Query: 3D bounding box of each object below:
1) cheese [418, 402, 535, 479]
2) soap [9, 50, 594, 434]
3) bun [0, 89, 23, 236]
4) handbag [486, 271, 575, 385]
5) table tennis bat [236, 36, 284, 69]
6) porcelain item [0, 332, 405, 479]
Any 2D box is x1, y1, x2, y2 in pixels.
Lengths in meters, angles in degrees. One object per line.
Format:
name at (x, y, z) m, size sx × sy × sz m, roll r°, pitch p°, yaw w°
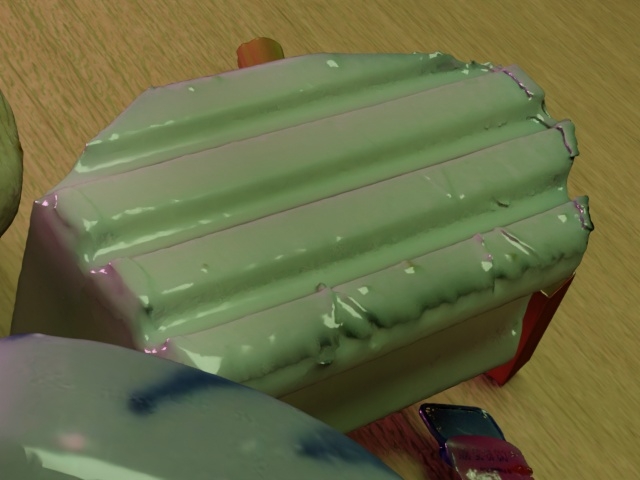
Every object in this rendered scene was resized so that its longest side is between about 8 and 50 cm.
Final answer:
cheese at (0.151, 0.206, 1.191) m, size 0.155 × 0.062 × 0.244 m, roll 9°, pitch 31°, yaw -37°
soap at (0.000, 0.000, 1.170) m, size 0.446 × 0.156 × 0.261 m, roll -20°, pitch 55°, yaw -36°
bun at (-0.336, -0.089, 1.120) m, size 0.273 × 0.168 × 0.273 m, roll 38°, pitch 22°, yaw -18°
handbag at (0.116, 0.022, 1.401) m, size 0.190 × 0.127 × 0.063 m, roll 39°, pitch 50°, yaw 17°
table tennis bat at (-0.033, -0.101, 1.568) m, size 0.198 × 0.050 × 0.321 m, roll 16°, pitch 32°, yaw -27°
porcelain item at (-0.106, 0.176, 0.795) m, size 0.405 × 0.242 × 0.178 m, roll 18°, pitch 50°, yaw -9°
